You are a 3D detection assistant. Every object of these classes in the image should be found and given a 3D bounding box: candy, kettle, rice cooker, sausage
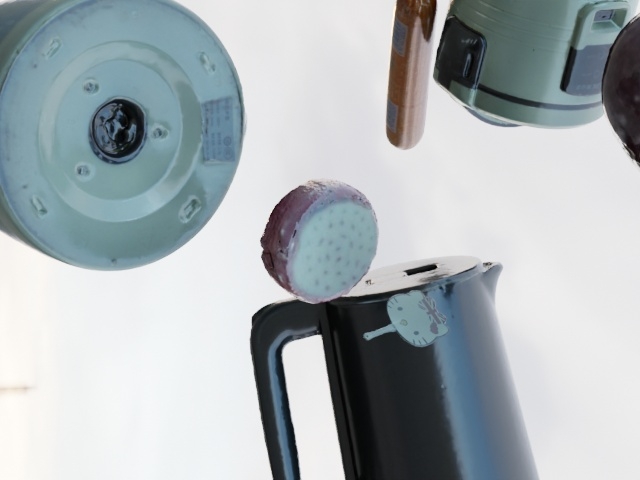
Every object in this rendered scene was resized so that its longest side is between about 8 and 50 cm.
[{"bbox_3d":[0.000,0.000,1.327,0.043,0.103,0.103,33,-56,49],"label":"candy"},{"bbox_3d":[0.091,0.186,1.759,0.262,0.203,0.308,-9,-81,30],"label":"kettle"},{"bbox_3d":[-0.229,-0.117,1.561,0.342,0.319,0.247,16,-79,56],"label":"kettle"},{"bbox_3d":[0.246,-0.242,1.866,0.226,0.226,0.244,-115,-147,-53],"label":"rice cooker"},{"bbox_3d":[0.109,-0.207,2.005,0.348,0.053,0.053,90,-9,-61],"label":"sausage"}]

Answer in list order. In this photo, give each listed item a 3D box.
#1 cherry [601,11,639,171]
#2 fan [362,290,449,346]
[{"bbox_3d":[0.375,-0.122,1.473,0.266,0.183,0.213,24,-77,29],"label":"cherry"},{"bbox_3d":[0.070,0.071,1.413,0.056,0.083,0.004,57,-33,26],"label":"fan"}]
